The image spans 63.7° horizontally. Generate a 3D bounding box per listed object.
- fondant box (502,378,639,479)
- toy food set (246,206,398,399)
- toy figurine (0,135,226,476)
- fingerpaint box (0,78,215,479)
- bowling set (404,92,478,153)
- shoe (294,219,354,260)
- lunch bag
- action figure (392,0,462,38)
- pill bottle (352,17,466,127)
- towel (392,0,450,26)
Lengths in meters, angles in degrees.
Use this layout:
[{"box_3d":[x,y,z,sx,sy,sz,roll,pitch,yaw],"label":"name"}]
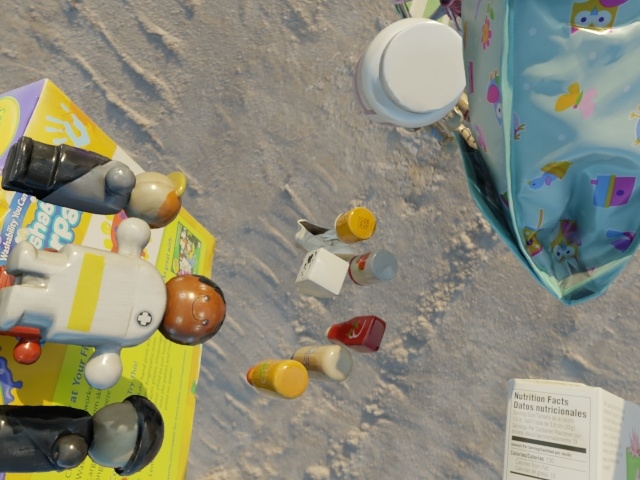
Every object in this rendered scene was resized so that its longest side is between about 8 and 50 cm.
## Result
[{"box_3d":[0.279,0.331,0.532,0.096,0.330,0.238,-6,155,45],"label":"fondant box"},{"box_3d":[0.006,0.080,0.607,0.111,0.232,0.105,30,156,-21],"label":"toy food set"},{"box_3d":[-0.175,0.050,0.390,0.148,0.213,0.209,17,115,-39],"label":"toy figurine"},{"box_3d":[-0.312,0.104,0.627,0.163,0.444,0.371,-12,146,17],"label":"fingerpaint box"},{"box_3d":[0.317,-0.283,1.269,0.200,0.154,0.287,-31,150,-6],"label":"bowling set"},{"box_3d":[0.000,0.000,1.049,0.077,0.219,0.058,-4,102,-26],"label":"shoe"},{"box_3d":[0.206,-0.103,0.465,0.160,0.223,0.262,-4,118,9],"label":"lunch bag"},{"box_3d":[0.252,-0.510,0.928,0.276,0.248,0.370,-27,103,19],"label":"action figure"},{"box_3d":[0.147,-0.276,0.868,0.170,0.301,0.169,0,103,-2],"label":"pill bottle"},{"box_3d":[0.209,-0.565,1.153,0.038,0.247,0.325,-5,141,36],"label":"towel"}]
